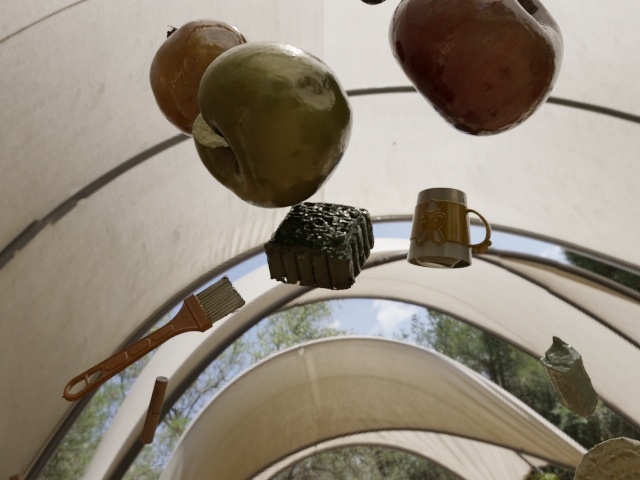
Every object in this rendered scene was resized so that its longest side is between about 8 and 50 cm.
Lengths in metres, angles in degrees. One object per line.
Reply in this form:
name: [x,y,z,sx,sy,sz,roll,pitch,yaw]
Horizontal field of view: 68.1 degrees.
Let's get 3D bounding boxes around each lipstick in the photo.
lipstick: [-0.229,0.234,0.653,0.019,0.019,0.094,11,-83,-42]

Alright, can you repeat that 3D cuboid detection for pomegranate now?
pomegranate: [-0.301,-0.441,1.271,0.338,0.338,0.338,-17,-34,-12]

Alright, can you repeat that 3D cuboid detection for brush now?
brush: [-0.274,0.163,0.777,0.314,0.090,0.017,-32,-48,-15]

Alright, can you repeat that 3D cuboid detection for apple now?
apple: [-0.084,-0.206,0.850,0.254,0.292,0.292,-32,-28,-29]
apple: [0.312,-0.380,0.935,0.269,0.344,0.345,-38,-35,26]

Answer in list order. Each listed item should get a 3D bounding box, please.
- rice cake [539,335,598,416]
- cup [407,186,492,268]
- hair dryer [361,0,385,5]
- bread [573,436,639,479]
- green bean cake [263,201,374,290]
rice cake: [0.501,0.280,0.946,0.063,0.069,0.206,-46,-55,-13]
cup: [0.376,-0.031,1.379,0.241,0.226,0.185,-4,-16,32]
hair dryer: [0.021,-0.744,1.347,0.352,0.107,0.189,-5,-33,21]
bread: [0.364,0.300,0.490,0.141,0.148,0.134,28,-74,-17]
green bean cake: [0.000,0.000,0.896,0.173,0.181,0.094,7,-52,22]
